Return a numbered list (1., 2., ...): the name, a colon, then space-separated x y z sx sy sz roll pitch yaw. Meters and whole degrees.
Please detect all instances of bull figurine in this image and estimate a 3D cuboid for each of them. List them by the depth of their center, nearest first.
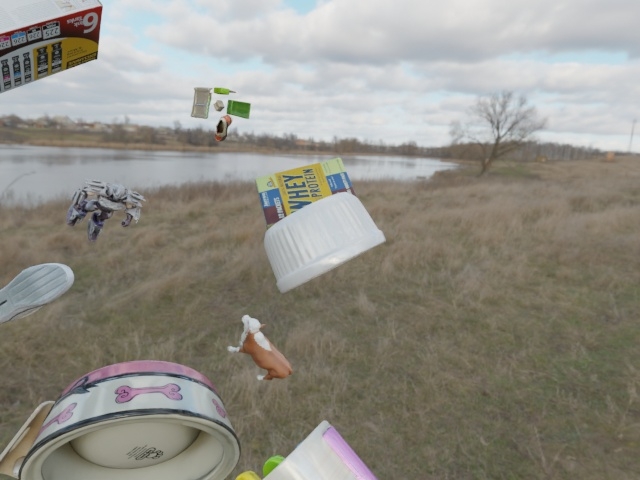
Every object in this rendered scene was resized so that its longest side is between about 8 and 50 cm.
1. bull figurine: -0.241 0.431 1.788 0.189 0.310 0.101 -22 21 39

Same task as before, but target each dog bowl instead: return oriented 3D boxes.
1. dog bowl: -0.381 0.414 0.964 0.409 0.407 0.150 -2 39 -17

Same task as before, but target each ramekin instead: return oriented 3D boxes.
1. ramekin: 0.000 0.000 0.803 0.207 0.108 0.207 -27 -4 -2

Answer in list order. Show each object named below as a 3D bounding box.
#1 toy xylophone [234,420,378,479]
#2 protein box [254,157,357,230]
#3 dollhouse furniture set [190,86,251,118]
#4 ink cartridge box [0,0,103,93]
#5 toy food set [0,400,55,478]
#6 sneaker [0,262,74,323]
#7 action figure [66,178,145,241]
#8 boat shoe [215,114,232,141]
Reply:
1. toy xylophone: -0.054 0.410 0.594 0.323 0.236 0.081 -37 -13 10
2. protein box: -0.028 -0.054 1.050 0.200 0.135 0.201 -15 -32 -6
3. dollhouse furniture set: -0.241 -0.325 1.098 0.152 0.076 0.059 16 13 35
4. ink cartridge box: -0.709 -0.479 1.106 0.309 0.130 0.272 -41 4 -34
5. toy food set: -0.652 0.581 1.188 0.306 0.219 0.092 37 -5 -19
6. sneaker: -0.687 0.121 1.095 0.258 0.094 0.091 -23 -2 11
7. action figure: -0.621 -0.091 1.308 0.185 0.099 0.285 31 -36 -35
8. boat shoe: -0.357 -0.400 1.649 0.043 0.049 0.137 -48 3 -38
